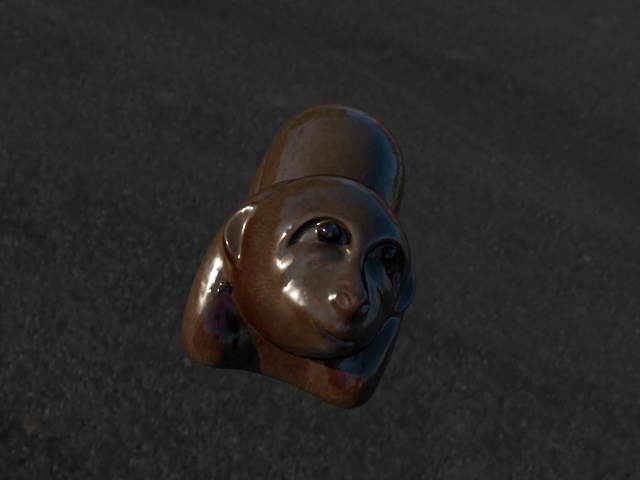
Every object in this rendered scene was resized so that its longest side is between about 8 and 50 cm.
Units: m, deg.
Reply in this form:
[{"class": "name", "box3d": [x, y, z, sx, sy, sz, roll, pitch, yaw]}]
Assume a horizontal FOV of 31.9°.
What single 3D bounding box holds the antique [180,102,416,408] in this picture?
[{"class": "antique", "box3d": [0.000, 0.000, 0.687, 0.121, 0.143, 0.257, 19, 19, 0]}]
